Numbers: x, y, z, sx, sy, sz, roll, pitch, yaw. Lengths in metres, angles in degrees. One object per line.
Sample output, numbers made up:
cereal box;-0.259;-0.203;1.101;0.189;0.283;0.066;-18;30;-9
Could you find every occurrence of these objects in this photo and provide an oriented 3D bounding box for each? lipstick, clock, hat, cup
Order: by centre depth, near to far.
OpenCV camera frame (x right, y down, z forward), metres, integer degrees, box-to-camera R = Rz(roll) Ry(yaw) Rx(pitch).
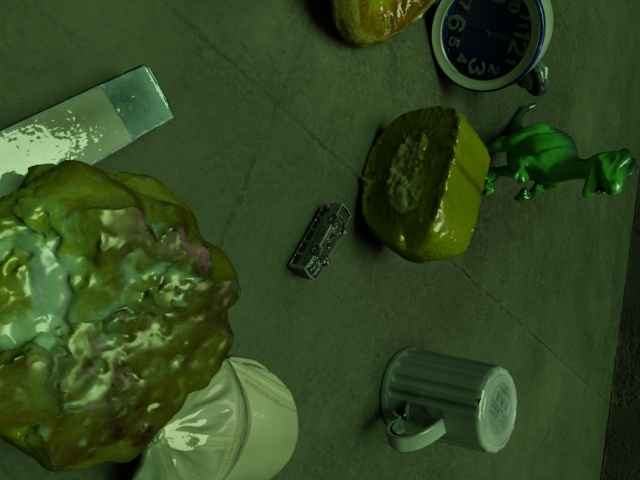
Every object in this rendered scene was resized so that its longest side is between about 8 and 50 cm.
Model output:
lipstick;-0.287;-0.076;0.486;0.317;0.066;0.068;-45;122;-36
hat;-0.112;0.250;0.624;0.226;0.164;0.219;21;76;-22
cup;0.227;0.314;0.925;0.167;0.202;0.221;51;55;-31
clock;0.341;-0.422;1.018;0.083;0.230;0.230;-37;116;-44

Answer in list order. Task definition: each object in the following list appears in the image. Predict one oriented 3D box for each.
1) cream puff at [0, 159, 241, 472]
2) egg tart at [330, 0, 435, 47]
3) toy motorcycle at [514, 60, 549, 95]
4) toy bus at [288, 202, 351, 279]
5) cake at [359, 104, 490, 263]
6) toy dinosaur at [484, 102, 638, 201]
cream puff;-0.218;0.062;0.473;0.282;0.185;0.282;-19;119;-38
egg tart;0.113;-0.471;0.803;0.319;0.319;0.128;-22;64;-44
toy motorcycle;0.403;-0.475;1.130;0.341;0.108;0.223;62;7;-9
toy bus;0.000;0.000;0.796;0.037;0.052;0.131;50;59;-39
cake;0.179;-0.092;0.891;0.156;0.179;0.260;32;71;-41
toy dinosaur;0.538;-0.245;1.137;0.500;0.374;0.144;-50;116;-30
